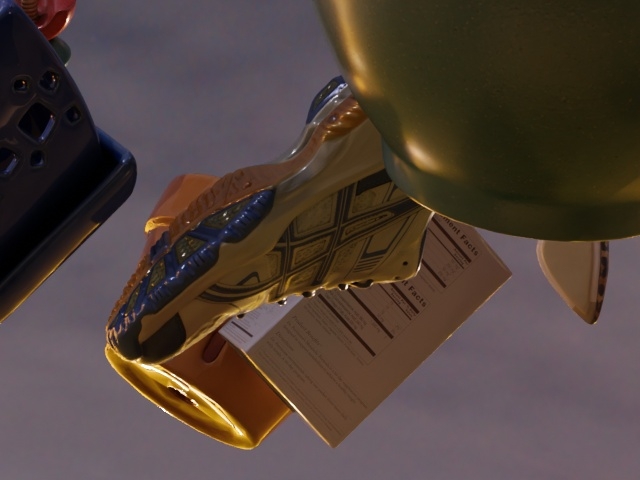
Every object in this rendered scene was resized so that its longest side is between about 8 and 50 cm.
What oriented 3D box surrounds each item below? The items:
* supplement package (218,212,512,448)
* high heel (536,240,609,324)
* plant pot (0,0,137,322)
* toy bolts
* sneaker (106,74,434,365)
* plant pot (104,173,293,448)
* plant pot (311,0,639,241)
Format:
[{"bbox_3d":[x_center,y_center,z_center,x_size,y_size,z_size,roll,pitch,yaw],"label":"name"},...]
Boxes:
[{"bbox_3d":[0.042,0.062,1.422,0.134,0.244,0.139,48,-7,-14],"label":"supplement package"},{"bbox_3d":[0.347,-0.017,1.835,0.093,0.261,0.186,-21,-17,33],"label":"high heel"},{"bbox_3d":[-0.309,-0.075,1.245,0.212,0.236,0.236,49,-9,-33],"label":"plant pot"},{"bbox_3d":[-0.304,-0.246,1.668,0.218,0.228,0.158,2,-52,-6],"label":"toy bolts"},{"bbox_3d":[0.000,0.000,0.922,0.296,0.112,0.131,-39,-68,8],"label":"sneaker"},{"bbox_3d":[-0.102,0.094,1.600,0.291,0.203,0.291,29,-20,12],"label":"plant pot"},{"bbox_3d":[0.125,-0.120,0.747,0.293,0.293,0.196,5,-63,5],"label":"plant pot"}]
